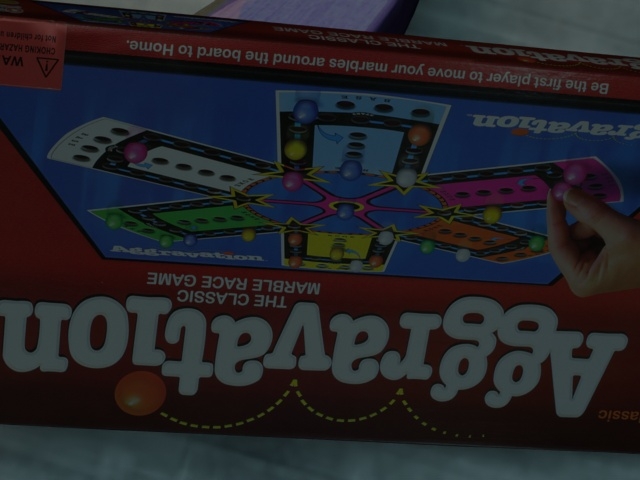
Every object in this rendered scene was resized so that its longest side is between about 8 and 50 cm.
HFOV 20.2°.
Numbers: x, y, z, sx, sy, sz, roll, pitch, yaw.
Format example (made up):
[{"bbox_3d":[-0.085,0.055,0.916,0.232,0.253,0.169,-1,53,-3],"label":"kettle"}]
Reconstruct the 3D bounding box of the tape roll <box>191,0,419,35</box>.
[{"bbox_3d":[-0.089,-0.147,0.666,0.275,0.090,0.275,0,81,1],"label":"tape roll"}]

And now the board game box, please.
[{"bbox_3d":[0.000,0.000,0.609,0.281,0.027,0.145,4,114,-12],"label":"board game box"}]
